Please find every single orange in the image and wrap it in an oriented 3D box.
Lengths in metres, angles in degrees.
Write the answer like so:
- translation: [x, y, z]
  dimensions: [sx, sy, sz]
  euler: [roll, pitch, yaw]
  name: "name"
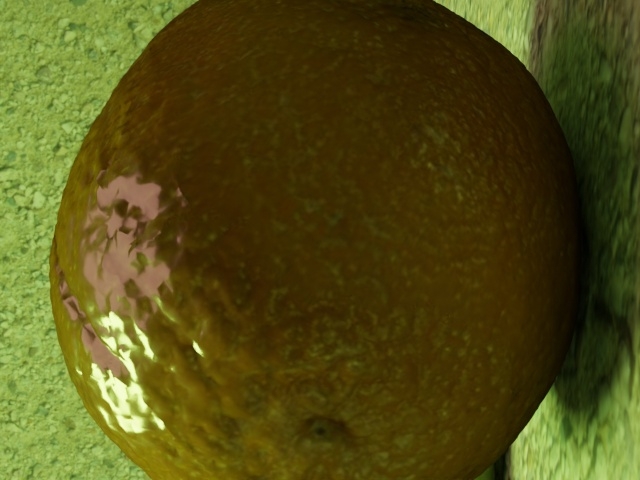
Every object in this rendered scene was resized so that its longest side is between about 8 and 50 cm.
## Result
- translation: [0.000, 0.000, 0.772]
  dimensions: [0.357, 0.322, 0.322]
  euler: [-80, -5, -57]
  name: "orange"

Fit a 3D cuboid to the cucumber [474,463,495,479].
- translation: [0.083, 0.307, 0.946]
  dimensions: [0.145, 0.105, 0.325]
  euler: [107, 163, -75]
  name: "cucumber"
